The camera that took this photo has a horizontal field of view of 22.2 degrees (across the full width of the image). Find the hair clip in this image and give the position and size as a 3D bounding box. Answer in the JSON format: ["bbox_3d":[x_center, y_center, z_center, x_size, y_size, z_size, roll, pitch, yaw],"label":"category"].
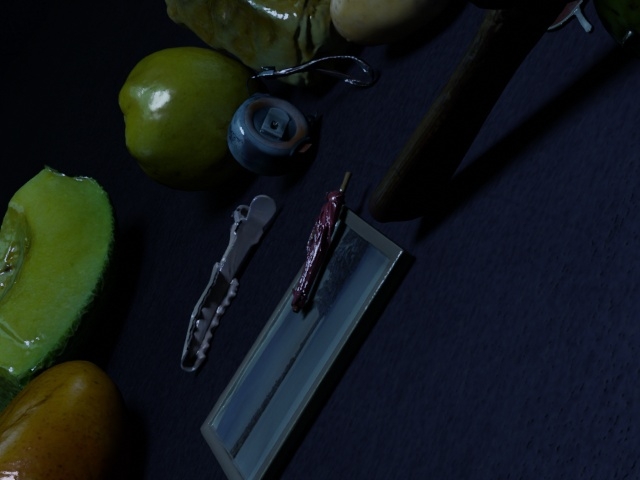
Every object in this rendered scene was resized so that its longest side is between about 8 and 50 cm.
[{"bbox_3d":[-0.117,0.050,1.916,0.226,0.034,0.072,-66,18,-11],"label":"hair clip"}]

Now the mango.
[{"bbox_3d":[-0.310,0.274,1.880,0.199,0.201,0.350,-2,40,19],"label":"mango"}]

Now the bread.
[{"bbox_3d":[-0.069,-0.289,2.017,0.267,0.130,0.152,34,114,34],"label":"bread"}]

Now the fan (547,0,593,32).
[{"bbox_3d":[0.236,-0.222,1.525,0.085,0.005,0.133,-50,23,21],"label":"fan"}]

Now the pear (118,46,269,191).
[{"bbox_3d":[-0.159,-0.156,2.079,0.200,0.200,0.200,-47,24,29],"label":"pear"}]

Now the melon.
[{"bbox_3d":[-0.394,0.070,2.282,0.343,0.226,0.331,-53,5,-24],"label":"melon"}]

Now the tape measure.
[{"bbox_3d":[-0.030,-0.153,1.886,0.180,0.104,0.107,-38,26,45],"label":"tape measure"}]

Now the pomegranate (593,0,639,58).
[{"bbox_3d":[0.284,-0.204,1.270,0.161,0.122,0.122,-35,13,-21],"label":"pomegranate"}]

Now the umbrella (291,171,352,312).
[{"bbox_3d":[0.000,0.000,1.691,0.027,0.025,0.165,-3,59,46],"label":"umbrella"}]

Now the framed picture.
[{"bbox_3d":[-0.021,0.109,1.646,0.289,0.016,0.213,-58,21,4],"label":"framed picture"}]

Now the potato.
[{"bbox_3d":[0.083,-0.281,1.804,0.178,0.109,0.118,-23,19,49],"label":"potato"}]

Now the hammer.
[{"bbox_3d":[0.155,-0.154,1.435,0.095,0.242,0.409,52,137,24],"label":"hammer"}]
